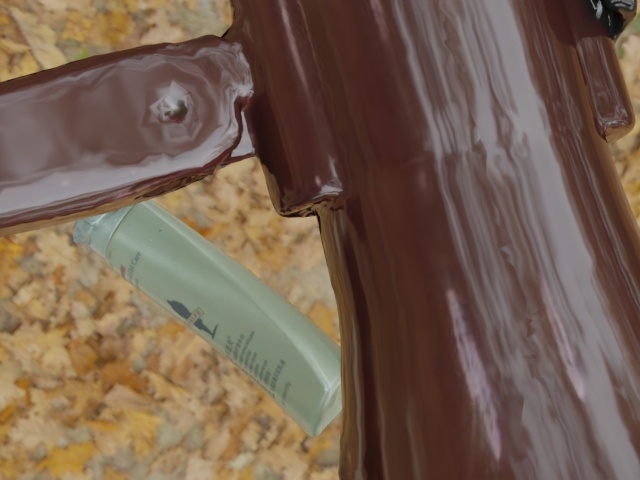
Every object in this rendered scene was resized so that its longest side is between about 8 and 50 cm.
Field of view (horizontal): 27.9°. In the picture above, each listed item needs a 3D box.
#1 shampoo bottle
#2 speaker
[{"bbox_3d":[-0.068,0.039,0.824,0.049,0.212,0.072,-41,156,-34],"label":"shampoo bottle"},{"bbox_3d":[0.010,0.011,0.452,0.259,0.330,0.198,-24,170,16],"label":"speaker"}]
